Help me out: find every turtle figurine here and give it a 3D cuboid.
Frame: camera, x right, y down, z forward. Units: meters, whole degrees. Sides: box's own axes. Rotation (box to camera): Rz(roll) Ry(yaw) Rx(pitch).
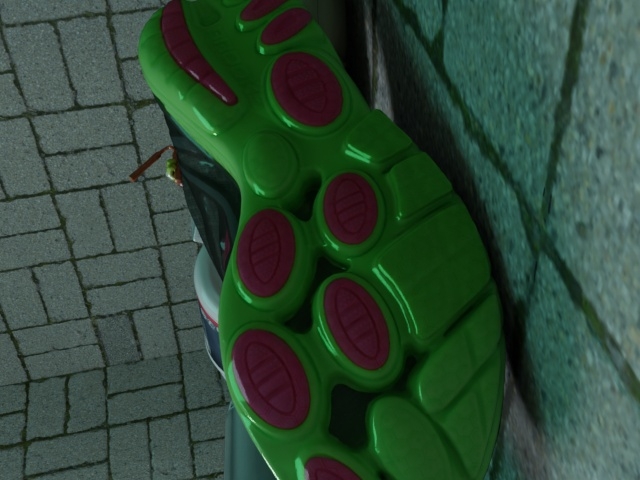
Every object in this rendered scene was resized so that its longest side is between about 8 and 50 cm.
[{"bbox_3d":[-0.119,-0.094,1.236,0.217,0.269,0.087,27,128,51],"label":"turtle figurine"}]

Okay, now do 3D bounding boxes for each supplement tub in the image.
[{"bbox_3d":[-0.080,0.103,1.260,0.272,0.191,0.191,93,165,-58],"label":"supplement tub"}]

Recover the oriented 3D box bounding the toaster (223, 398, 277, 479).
[{"bbox_3d":[0.004,0.185,0.730,0.129,0.227,0.147,39,-151,-38],"label":"toaster"}]

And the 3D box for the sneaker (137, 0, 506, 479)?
[{"bbox_3d":[0.000,0.000,0.641,0.202,0.185,0.483,72,178,-53],"label":"sneaker"}]

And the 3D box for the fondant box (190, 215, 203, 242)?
[{"bbox_3d":[-0.167,-0.173,1.577,0.238,0.096,0.331,-131,51,-75],"label":"fondant box"}]

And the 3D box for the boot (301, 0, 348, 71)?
[{"bbox_3d":[-0.031,-0.224,0.868,0.262,0.095,0.204,-122,23,-66],"label":"boot"}]
